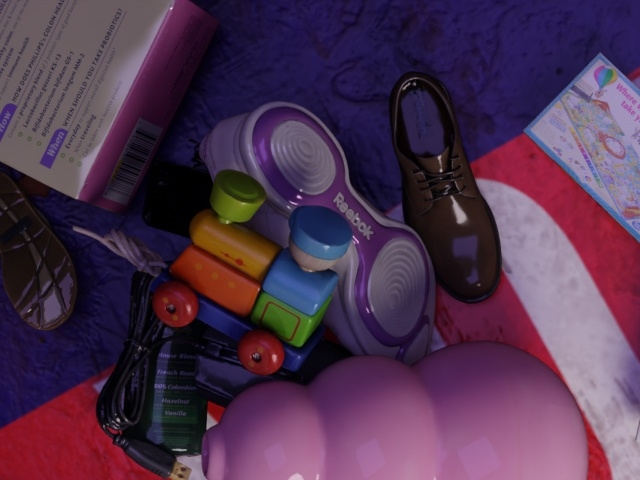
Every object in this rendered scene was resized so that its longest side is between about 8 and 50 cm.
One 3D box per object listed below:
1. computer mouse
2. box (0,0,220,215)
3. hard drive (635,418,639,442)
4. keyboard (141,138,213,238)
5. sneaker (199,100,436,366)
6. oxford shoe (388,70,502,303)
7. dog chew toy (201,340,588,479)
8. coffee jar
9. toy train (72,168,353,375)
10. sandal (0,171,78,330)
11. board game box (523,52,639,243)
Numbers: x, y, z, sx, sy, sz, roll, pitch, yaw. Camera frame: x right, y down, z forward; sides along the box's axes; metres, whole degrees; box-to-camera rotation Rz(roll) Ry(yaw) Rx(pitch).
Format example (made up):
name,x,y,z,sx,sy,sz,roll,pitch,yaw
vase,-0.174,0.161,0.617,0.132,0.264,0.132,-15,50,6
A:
name,x,y,z,sx,sy,sz,roll,pitch,yaw
computer mouse,-0.073,0.148,1.672,0.262,0.060,0.184,27,78,-18
box,-0.259,-0.173,1.741,0.243,0.117,0.213,26,91,18
hard drive,0.483,0.109,1.637,0.353,0.047,0.233,13,88,10
keyboard,-0.075,-0.040,1.769,0.192,0.038,0.100,16,112,9
sneaker,0.000,0.000,1.699,0.114,0.152,0.305,-44,112,-30
oxford shoe,0.109,-0.049,1.701,0.083,0.096,0.227,-20,85,6
dog chew toy,0.061,0.189,1.606,0.332,0.206,0.206,2,87,-13
coffee jar,-0.144,0.111,1.730,0.079,0.096,0.184,4,87,-14
toy train,-0.096,-0.003,1.589,0.248,0.105,0.143,29,122,9
sandal,-0.288,0.009,1.790,0.072,0.049,0.180,-34,67,0
board game box,0.281,-0.086,1.709,0.103,0.026,0.154,-45,81,4
